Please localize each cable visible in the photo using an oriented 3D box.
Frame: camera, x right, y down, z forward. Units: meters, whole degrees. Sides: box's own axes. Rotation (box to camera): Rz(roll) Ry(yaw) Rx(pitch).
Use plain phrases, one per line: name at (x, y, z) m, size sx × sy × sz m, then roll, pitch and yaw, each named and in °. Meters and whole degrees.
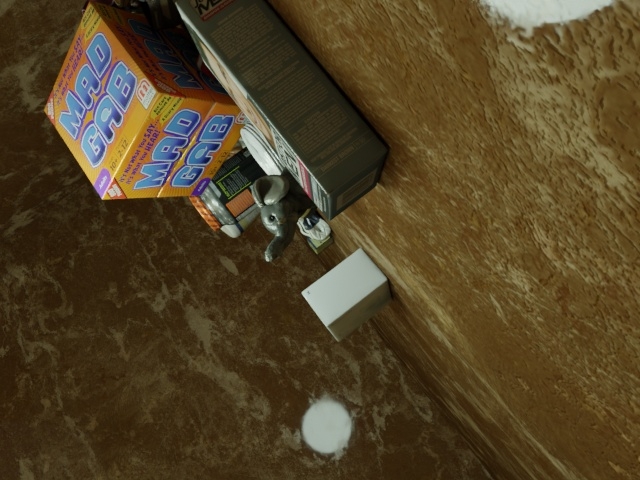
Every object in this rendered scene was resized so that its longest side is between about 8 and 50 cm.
cable at (-0.124, -0.236, 1.431) m, size 0.257 × 0.089 × 0.257 m, roll 53°, pitch 175°, yaw -5°

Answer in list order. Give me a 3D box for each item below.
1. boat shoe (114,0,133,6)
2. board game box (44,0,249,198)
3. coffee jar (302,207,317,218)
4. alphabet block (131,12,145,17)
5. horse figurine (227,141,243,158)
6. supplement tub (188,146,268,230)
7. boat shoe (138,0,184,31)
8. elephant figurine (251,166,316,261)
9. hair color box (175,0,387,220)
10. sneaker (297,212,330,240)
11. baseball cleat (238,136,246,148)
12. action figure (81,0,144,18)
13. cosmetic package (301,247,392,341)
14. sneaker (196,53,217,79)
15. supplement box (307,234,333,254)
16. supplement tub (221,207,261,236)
boat shoe at (-0.595, -0.781, 1.369) m, size 0.122 × 0.120 × 0.324 m, roll 47°, pitch 157°, yaw 16°
board game box at (-0.475, -0.370, 1.430) m, size 0.356 × 0.356 × 0.356 m, roll 51°, pitch -150°, yaw 17°
coffee jar at (-0.098, -0.132, 1.618) m, size 0.184 × 0.079 × 0.096 m, roll 16°, pitch -154°, yaw -44°
alphabet block at (-0.624, -0.587, 1.605) m, size 0.193 × 0.197 × 0.192 m, roll 114°, pitch 148°, yaw -55°
horse figurine at (-0.364, -0.371, 2.103) m, size 0.263 × 0.174 × 0.066 m, roll -102°, pitch 0°, yaw -64°
supplement tub at (-0.297, -0.198, 1.853) m, size 0.207 × 0.338 × 0.207 m, roll 53°, pitch 175°, yaw 7°
boat shoe at (-0.428, -0.636, 1.209) m, size 0.132 × 0.130 × 0.355 m, roll 50°, pitch 174°, yaw 25°
elephant figurine at (-0.083, -0.092, 1.207) m, size 0.169 × 0.239 × 0.186 m, roll 54°, pitch 175°, yaw -13°
hair color box at (-0.058, -0.224, 0.812) m, size 0.374 × 0.113 × 0.185 m, roll 53°, pitch 175°, yaw 8°
sneaker at (-0.063, -0.087, 1.866) m, size 0.235 × 0.094 × 0.153 m, roll 43°, pitch 166°, yaw 1°
baseball cleat at (-0.318, -0.437, 2.036) m, size 0.206 × 0.072 × 0.109 m, roll 43°, pitch 156°, yaw 40°
action figure at (-0.684, -0.864, 1.661) m, size 0.275 × 0.248 × 0.370 m, roll -35°, pitch 60°, yaw 46°
cosmetic package at (0.089, 0.173, 1.553) m, size 0.138 × 0.224 × 0.225 m, roll 51°, pitch 175°, yaw 26°
sneaker at (-0.247, -0.427, 1.279) m, size 0.128 × 0.087 × 0.221 m, roll 54°, pitch 176°, yaw 0°
supplement box at (0.000, 0.000, 1.960) m, size 0.056 × 0.083 × 0.083 m, roll 50°, pitch 173°, yaw 17°
supplement tub at (-0.330, -0.193, 2.129) m, size 0.228 × 0.316 × 0.228 m, roll 40°, pitch 166°, yaw 12°
